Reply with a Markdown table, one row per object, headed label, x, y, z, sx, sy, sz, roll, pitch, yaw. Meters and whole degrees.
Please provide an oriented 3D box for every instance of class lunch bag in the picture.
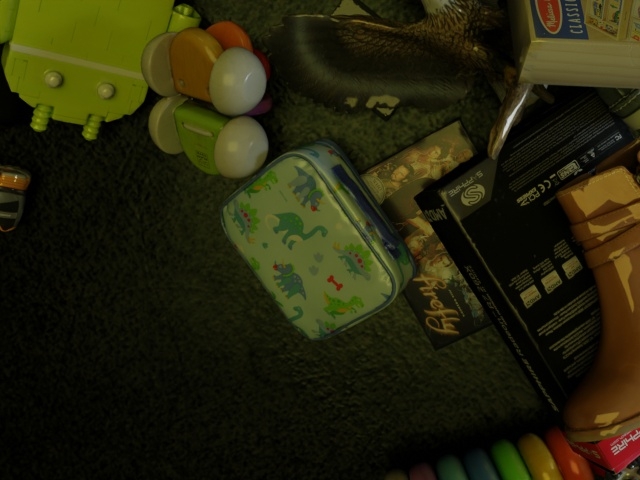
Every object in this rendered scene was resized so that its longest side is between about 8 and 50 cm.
| label | x | y | z | sx | sy | sz | roll | pitch | yaw |
| --- | --- | --- | --- | --- | --- | --- | --- | --- | --- |
| lunch bag | 0.000 | 0.000 | 0.907 | 0.176 | 0.090 | 0.219 | -35 | 92 | 35 |

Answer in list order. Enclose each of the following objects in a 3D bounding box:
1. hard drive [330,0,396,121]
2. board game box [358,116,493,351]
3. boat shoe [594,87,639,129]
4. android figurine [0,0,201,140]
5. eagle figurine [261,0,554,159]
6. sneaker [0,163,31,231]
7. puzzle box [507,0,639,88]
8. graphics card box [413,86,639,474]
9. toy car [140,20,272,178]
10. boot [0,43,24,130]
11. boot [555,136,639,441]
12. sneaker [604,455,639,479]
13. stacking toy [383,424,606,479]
| label | x | y | z | sx | sy | sz | roll | pitch | yaw |
| --- | --- | --- | --- | --- | --- | --- | --- | --- | --- |
| hard drive | 0.059 | -0.224 | 0.924 | 0.135 | 0.022 | 0.094 | 39 | 100 | -1 |
| board game box | 0.157 | -0.005 | 0.928 | 0.165 | 0.042 | 0.243 | -29 | 95 | 17 |
| boat shoe | 0.389 | -0.264 | 0.802 | 0.099 | 0.116 | 0.319 | 38 | 76 | 1 |
| android figurine | -0.270 | -0.246 | 0.878 | 0.248 | 0.056 | 0.272 | 9 | 116 | -34 |
| eagle figurine | 0.118 | -0.247 | 0.835 | 0.298 | 0.226 | 0.225 | 24 | 138 | 30 |
| sneaker | -0.486 | -0.063 | 0.973 | 0.215 | 0.084 | 0.083 | 8 | 104 | 3 |
| puzzle box | 0.312 | -0.309 | 0.735 | 0.272 | 0.052 | 0.408 | 2 | 57 | 1 |
| graphics card box | 0.302 | 0.040 | 0.852 | 0.233 | 0.094 | 0.370 | -35 | 97 | -9 |
| toy car | -0.116 | -0.170 | 0.894 | 0.159 | 0.136 | 0.181 | 22 | 128 | 30 |
| boot | -0.345 | -0.274 | 0.918 | 0.207 | 0.094 | 0.246 | -11 | 91 | 11 |
| boot | 0.301 | 0.042 | 0.747 | 0.283 | 0.109 | 0.220 | -36 | 97 | -12 |
| sneaker | 0.441 | 0.275 | 0.877 | 0.276 | 0.107 | 0.109 | -8 | 113 | -30 |
| stacking toy | 0.253 | 0.302 | 0.938 | 0.331 | 0.141 | 0.141 | -22 | 96 | 4 |
